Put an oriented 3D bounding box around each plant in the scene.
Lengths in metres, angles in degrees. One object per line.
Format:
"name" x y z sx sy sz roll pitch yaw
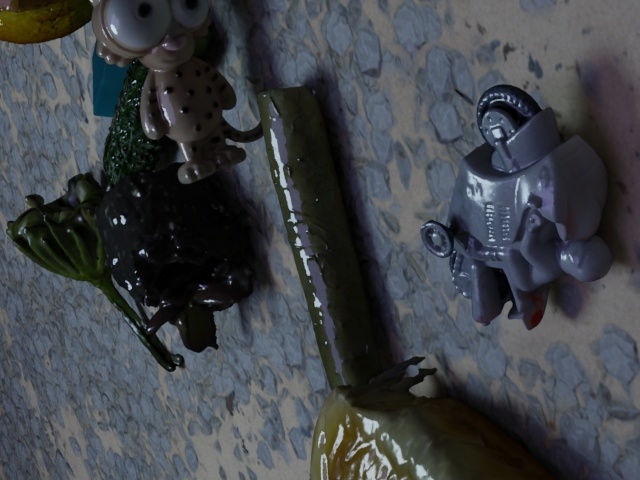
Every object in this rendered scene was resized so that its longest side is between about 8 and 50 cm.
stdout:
"plant" -0.376 0.064 2.141 0.251 0.180 0.333 11 119 68
"plant" -0.196 0.020 1.803 0.204 0.178 0.234 -46 61 56

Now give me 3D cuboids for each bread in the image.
"bread" -0.413 -0.393 1.879 0.268 0.268 0.145 52 161 30
"bread" 0.141 0.304 1.442 0.388 0.183 0.236 45 125 47

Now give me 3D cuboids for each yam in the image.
"yam" 0.000 0.000 1.573 0.083 0.083 0.371 0 104 58

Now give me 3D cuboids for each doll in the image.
"doll" -0.173 -0.209 1.622 0.278 0.154 0.119 61 161 -13

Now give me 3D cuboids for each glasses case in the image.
"glasses case" -0.259 -0.306 1.828 0.301 0.070 0.117 114 154 -51

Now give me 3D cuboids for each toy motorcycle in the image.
"toy motorcycle" 0.193 -0.015 1.235 0.171 0.110 0.260 36 141 28

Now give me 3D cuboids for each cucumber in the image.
"cucumber" -0.232 -0.178 1.841 0.096 0.096 0.359 60 150 18
